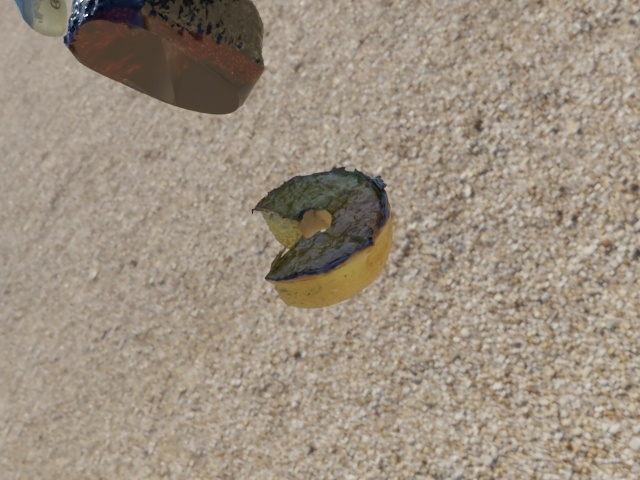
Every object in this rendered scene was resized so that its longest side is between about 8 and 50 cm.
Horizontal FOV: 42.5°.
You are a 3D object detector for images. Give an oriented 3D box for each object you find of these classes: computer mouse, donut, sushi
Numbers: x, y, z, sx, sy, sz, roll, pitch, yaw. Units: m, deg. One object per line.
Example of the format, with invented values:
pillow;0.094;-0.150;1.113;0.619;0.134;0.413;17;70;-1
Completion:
computer mouse;-0.480;-0.428;1.383;0.056;0.089;0.181;-36;82;26
donut;0.011;-0.005;0.856;0.146;0.078;0.181;-20;34;2
sushi;-0.175;-0.243;0.960;0.136;0.225;0.126;-30;47;50
